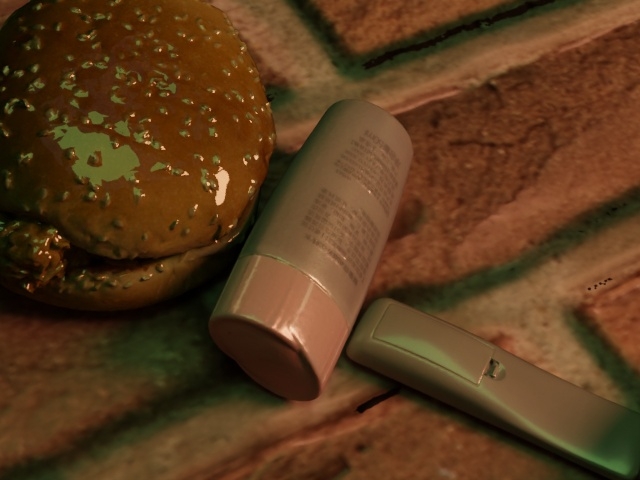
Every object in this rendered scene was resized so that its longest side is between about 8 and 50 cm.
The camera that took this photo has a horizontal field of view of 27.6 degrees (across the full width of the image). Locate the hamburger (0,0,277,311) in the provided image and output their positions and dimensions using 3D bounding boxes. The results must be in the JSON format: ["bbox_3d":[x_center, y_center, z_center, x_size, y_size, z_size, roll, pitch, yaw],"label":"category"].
[{"bbox_3d":[-0.123,-0.057,0.780,0.189,0.122,0.215,13,52,-2],"label":"hamburger"}]

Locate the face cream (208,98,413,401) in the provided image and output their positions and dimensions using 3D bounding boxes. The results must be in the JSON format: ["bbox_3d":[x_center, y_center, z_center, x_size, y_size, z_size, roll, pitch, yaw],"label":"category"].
[{"bbox_3d":[0.000,0.000,0.791,0.084,0.057,0.198,43,48,-19],"label":"face cream"}]

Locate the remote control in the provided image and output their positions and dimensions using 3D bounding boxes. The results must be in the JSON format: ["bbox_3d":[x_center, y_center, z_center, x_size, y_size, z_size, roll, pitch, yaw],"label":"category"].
[{"bbox_3d":[0.106,0.084,0.765,0.184,0.027,0.050,24,51,9],"label":"remote control"}]
